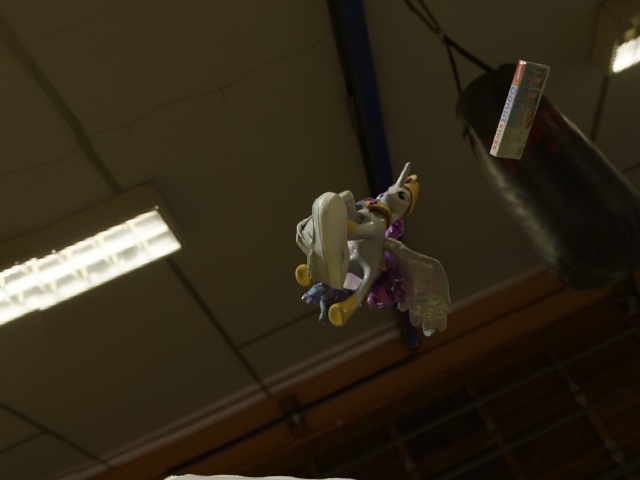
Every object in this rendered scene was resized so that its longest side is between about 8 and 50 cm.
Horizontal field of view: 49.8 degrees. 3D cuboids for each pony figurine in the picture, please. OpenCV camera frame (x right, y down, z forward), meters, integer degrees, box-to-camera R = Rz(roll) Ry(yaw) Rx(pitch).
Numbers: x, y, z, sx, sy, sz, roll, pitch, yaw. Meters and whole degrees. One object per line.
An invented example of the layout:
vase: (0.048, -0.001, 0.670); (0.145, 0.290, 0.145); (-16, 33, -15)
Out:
pony figurine: (0.106, 0.038, 1.434); (0.363, 0.302, 0.351); (-27, -56, -50)

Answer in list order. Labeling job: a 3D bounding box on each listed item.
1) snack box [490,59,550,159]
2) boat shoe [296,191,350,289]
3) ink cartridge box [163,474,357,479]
snack box: (0.372, -0.241, 1.284); (0.064, 0.022, 0.178); (2, -67, -28)
boat shoe: (0.000, 0.000, 0.872); (0.063, 0.066, 0.184); (11, -25, 12)
ink cartridge box: (-0.066, 0.194, 0.308); (0.171, 0.100, 0.237); (-7, -1, 24)
